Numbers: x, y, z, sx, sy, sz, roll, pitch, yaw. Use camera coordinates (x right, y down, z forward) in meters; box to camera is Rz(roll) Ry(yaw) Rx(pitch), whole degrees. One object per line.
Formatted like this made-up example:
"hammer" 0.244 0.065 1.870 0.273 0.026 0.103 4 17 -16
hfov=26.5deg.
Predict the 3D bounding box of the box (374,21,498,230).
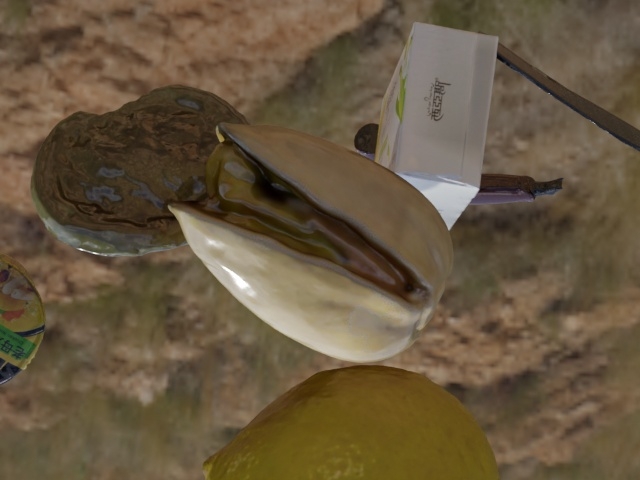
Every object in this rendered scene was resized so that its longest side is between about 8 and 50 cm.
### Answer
"box" 0.131 -0.122 1.662 0.111 0.195 0.260 9 163 -2

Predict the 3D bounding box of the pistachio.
"pistachio" 0.000 0.000 1.298 0.299 0.188 0.187 33 146 -23

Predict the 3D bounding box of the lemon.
"lemon" 0.026 0.219 1.080 0.233 0.288 0.234 22 132 26

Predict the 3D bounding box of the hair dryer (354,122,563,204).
"hair dryer" 0.233 -0.106 2.263 0.340 0.123 0.312 -3 156 11

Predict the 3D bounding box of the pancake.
"pancake" -0.177 -0.077 1.379 0.236 0.222 0.042 -4 140 -3

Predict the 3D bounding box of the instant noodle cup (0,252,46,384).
"instant noodle cup" -0.376 0.076 1.488 0.151 0.151 0.122 12 -171 -12

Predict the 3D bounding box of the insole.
"insole" 0.324 -0.176 1.704 0.309 0.110 0.012 31 112 -8
